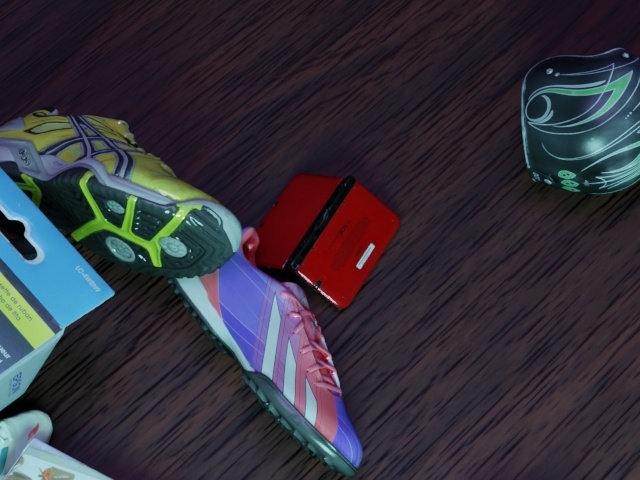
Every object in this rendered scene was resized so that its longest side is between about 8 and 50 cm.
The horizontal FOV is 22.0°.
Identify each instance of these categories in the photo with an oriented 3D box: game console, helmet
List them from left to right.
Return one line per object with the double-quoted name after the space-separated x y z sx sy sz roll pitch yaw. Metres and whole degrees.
0.000 0.000 1.904 0.124 0.085 0.144 40 63 -12 "game console"
0.321 -0.136 1.900 0.161 0.169 0.169 -3 56 18 "helmet"

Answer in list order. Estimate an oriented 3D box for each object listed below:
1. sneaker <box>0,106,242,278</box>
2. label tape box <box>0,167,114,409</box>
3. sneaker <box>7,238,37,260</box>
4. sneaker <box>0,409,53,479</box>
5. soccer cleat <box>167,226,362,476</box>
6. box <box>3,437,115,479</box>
-0.236 -0.073 1.837 0.384 0.145 0.147 19 54 31 "sneaker"
-0.424 0.085 1.692 0.347 0.115 0.249 -37 75 -28 "label tape box"
-0.431 0.024 1.846 0.286 0.109 0.130 -8 52 -7 "sneaker"
-0.357 0.220 1.733 0.161 0.075 0.057 -26 61 -15 "sneaker"
-0.038 0.114 1.772 0.116 0.108 0.318 -38 60 -6 "soccer cleat"
-0.174 0.307 1.683 0.324 0.067 0.063 25 61 16 "box"
